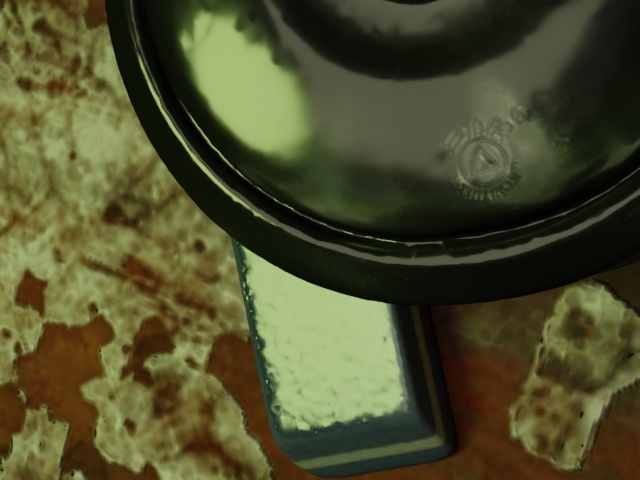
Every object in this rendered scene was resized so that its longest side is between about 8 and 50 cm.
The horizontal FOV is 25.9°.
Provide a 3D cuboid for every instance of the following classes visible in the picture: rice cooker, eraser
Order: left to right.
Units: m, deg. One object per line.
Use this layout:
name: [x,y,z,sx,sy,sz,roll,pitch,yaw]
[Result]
eraser: [0.000,0.000,0.657,0.082,0.036,0.225,-16,83,30]
rice cooker: [0.059,-0.096,0.493,0.280,0.227,0.241,37,100,17]
